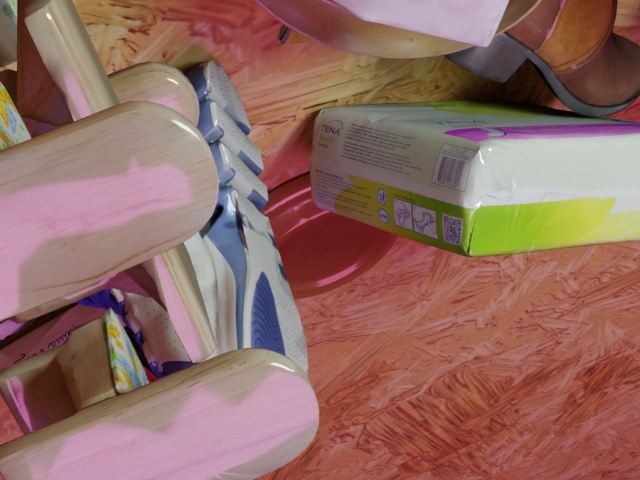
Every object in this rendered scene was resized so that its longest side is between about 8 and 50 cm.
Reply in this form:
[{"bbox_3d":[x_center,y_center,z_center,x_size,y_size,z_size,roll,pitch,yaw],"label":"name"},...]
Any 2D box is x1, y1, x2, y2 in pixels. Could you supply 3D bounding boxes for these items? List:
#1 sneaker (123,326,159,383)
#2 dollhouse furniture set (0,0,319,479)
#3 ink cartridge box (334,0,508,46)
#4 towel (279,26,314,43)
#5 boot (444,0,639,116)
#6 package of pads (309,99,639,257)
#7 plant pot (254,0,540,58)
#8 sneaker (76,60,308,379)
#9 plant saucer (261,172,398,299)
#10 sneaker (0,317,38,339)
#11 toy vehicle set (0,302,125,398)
[{"bbox_3d":[-0.117,0.090,1.227,0.136,0.116,0.314,-49,-175,-31],"label":"sneaker"},{"bbox_3d":[-0.106,-0.130,0.664,0.256,0.362,0.394,-23,122,-2],"label":"dollhouse furniture set"},{"bbox_3d":[0.020,-0.222,0.789,0.232,0.066,0.189,8,144,-7],"label":"ink cartridge box"},{"bbox_3d":[0.011,-0.176,1.017,0.083,0.009,0.060,-6,146,-31],"label":"towel"},{"bbox_3d":[0.252,-0.243,1.047,0.264,0.096,0.280,14,127,-36],"label":"boot"},{"bbox_3d":[0.165,-0.061,1.122,0.296,0.229,0.101,-4,104,-35],"label":"package of pads"},{"bbox_3d":[0.047,-0.216,0.862,0.236,0.032,0.236,6,144,4],"label":"plant pot"},{"bbox_3d":[-0.124,0.032,0.977,0.182,0.315,0.127,-19,153,14],"label":"sneaker"},{"bbox_3d":[0.000,0.000,1.277,0.200,0.037,0.200,-19,151,-11],"label":"plant saucer"},{"bbox_3d":[-0.342,0.023,0.985,0.293,0.102,0.146,-15,151,-33],"label":"sneaker"},{"bbox_3d":[-0.215,0.074,1.142,0.267,0.035,0.166,-30,-175,9],"label":"toy vehicle set"}]
